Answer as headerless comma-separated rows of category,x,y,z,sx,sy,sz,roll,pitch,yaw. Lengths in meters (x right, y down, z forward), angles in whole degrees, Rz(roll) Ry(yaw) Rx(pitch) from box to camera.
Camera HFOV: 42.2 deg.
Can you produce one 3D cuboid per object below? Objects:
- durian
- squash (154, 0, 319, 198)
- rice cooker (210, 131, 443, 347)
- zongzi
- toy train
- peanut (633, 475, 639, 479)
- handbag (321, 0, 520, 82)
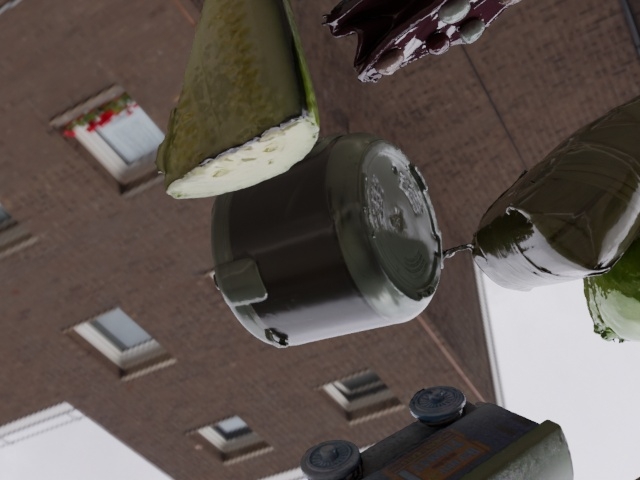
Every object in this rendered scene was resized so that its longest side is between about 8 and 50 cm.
durian,0.554,0.050,1.317,0.256,0.339,0.204,-6,-112,14
squash,-0.084,-0.182,0.761,0.170,0.093,0.252,-24,-109,29
rice cooker,0.000,0.000,1.368,0.325,0.335,0.335,-16,-138,31
zongzi,0.399,-0.074,1.322,0.418,0.181,0.447,-46,180,-13
toy train,0.120,0.272,0.922,0.300,0.131,0.202,-24,-157,-29
peanut,0.520,0.391,1.205,0.130,0.290,0.130,2,-114,-4
handbag,0.132,-0.220,0.685,0.203,0.074,0.216,-30,-179,-43
